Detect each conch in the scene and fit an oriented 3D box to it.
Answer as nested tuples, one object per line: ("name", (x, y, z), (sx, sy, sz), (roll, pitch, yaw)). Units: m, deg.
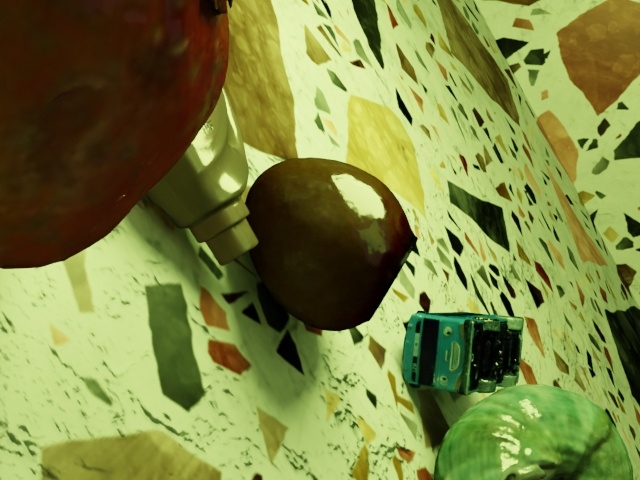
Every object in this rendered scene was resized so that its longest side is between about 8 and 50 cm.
("conch", (0.238, 0.267, 1.006), (0.195, 0.220, 0.277), (35, -13, 25))

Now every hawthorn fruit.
("hawthorn fruit", (-0.158, -0.147, 0.516), (0.276, 0.307, 0.276), (53, 13, -17))

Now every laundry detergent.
("laundry detergent", (-0.116, -0.102, 0.803), (0.237, 0.076, 0.171), (59, 24, -8))

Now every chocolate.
("chocolate", (0.000, 0.000, 0.851), (0.177, 0.177, 0.176), (43, 31, -35))

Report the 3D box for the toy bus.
("toy bus", (0.171, 0.130, 1.078), (0.185, 0.106, 0.090), (8, 89, -60))
